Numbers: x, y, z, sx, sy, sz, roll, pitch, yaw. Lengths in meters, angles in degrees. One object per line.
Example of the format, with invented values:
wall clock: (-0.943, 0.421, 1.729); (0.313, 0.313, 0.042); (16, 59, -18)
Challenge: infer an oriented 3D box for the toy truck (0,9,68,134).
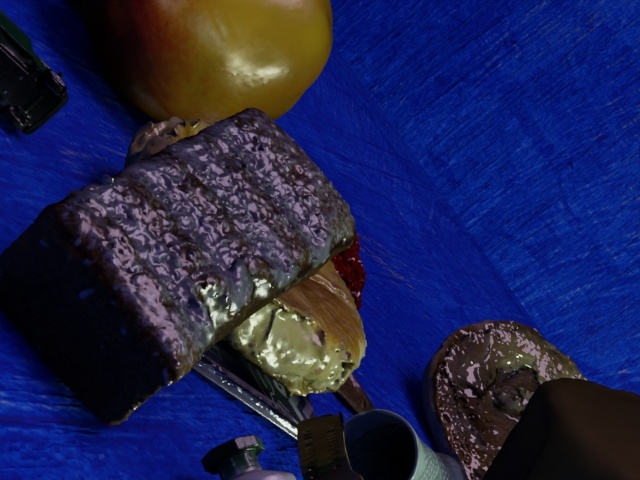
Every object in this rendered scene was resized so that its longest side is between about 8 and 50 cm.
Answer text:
toy truck: (-0.301, -0.169, 1.556); (0.147, 0.065, 0.079); (45, 10, -28)

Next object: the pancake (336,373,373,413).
pancake: (0.025, 0.165, 1.990); (0.115, 0.011, 0.115); (48, 13, -15)

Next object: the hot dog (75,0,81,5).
hot dog: (-0.237, -0.334, 2.209); (0.158, 0.117, 0.349); (59, 12, 29)

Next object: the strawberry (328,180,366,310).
strawberry: (0.005, 0.008, 2.127); (0.228, 0.098, 0.174); (57, 0, -14)

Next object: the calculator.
calculator: (-0.090, 0.103, 1.669); (0.274, 0.028, 0.166); (41, 19, -41)

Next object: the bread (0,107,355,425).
bread: (-0.104, 0.004, 1.424); (0.165, 0.113, 0.416); (51, 27, 1)

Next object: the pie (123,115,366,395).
pie: (-0.072, 0.010, 1.718); (0.339, 0.083, 0.339); (48, 19, -22)

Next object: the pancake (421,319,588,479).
pancake: (0.287, 0.275, 2.313); (0.387, 0.082, 0.387); (27, 36, -22)

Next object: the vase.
vase: (0.093, 0.247, 1.809); (0.096, 0.096, 0.219); (58, 9, 26)

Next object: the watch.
watch: (0.034, 0.257, 1.532); (0.268, 0.102, 0.165); (-103, 169, -80)

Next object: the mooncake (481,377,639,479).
mooncake: (0.397, 0.372, 1.968); (0.467, 0.262, 0.467); (28, 16, -9)

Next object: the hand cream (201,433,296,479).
hand cream: (-0.004, 0.308, 1.308); (0.336, 0.076, 0.121); (64, 16, 21)

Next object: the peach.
peach: (-0.148, -0.273, 1.997); (0.308, 0.289, 0.289); (11, 34, -32)
